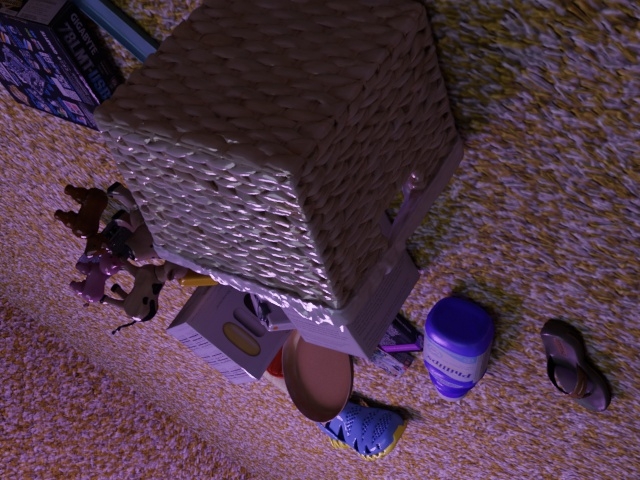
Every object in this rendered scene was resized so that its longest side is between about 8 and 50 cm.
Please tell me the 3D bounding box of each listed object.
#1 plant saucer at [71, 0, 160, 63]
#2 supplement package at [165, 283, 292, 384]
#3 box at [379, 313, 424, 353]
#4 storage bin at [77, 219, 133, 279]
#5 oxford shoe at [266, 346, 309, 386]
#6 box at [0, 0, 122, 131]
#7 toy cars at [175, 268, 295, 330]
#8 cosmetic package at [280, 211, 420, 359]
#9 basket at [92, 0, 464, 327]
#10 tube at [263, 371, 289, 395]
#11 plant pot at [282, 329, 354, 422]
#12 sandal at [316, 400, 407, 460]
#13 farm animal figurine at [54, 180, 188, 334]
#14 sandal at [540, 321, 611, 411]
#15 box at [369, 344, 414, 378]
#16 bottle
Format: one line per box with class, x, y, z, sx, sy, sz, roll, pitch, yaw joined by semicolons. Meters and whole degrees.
plant saucer;-0.332;-0.352;1.483;0.192;0.018;0.067;40;154;-13
supplement package;-0.184;0.174;2.015;0.203;0.194;0.149;40;155;-13
box;0.121;0.162;1.820;0.162;0.029;0.116;43;153;-19
storage bin;-0.494;0.016;2.199;0.084;0.122;0.180;41;154;-12
oxford shoe;-0.045;0.294;2.181;0.098;0.097;0.271;24;179;-39
box;-0.497;-0.325;1.649;0.293;0.073;0.295;21;156;28
toy cars;-0.176;0.089;1.865;0.393;0.176;0.087;24;126;21
cosmetic package;0.000;0.000;1.490;0.155;0.197;0.365;10;144;42
basket;-0.041;-0.125;1.169;0.331;0.328;0.266;19;149;31
tube;-0.115;0.341;2.394;0.240;0.062;0.070;30;111;21
plant pot;-0.001;0.275;2.009;0.032;0.236;0.236;-2;-179;-40
sandal;0.083;0.447;2.263;0.138;0.126;0.317;49;150;-19
farm animal figurine;-0.310;-0.015;1.689;0.172;0.327;0.330;23;154;22
sandal;0.413;0.220;1.530;0.090;0.060;0.219;11;146;41
box;0.122;0.231;1.940;0.137;0.027;0.094;33;156;4
bottle;0.244;0.207;1.673;0.118;0.092;0.283;25;153;18
